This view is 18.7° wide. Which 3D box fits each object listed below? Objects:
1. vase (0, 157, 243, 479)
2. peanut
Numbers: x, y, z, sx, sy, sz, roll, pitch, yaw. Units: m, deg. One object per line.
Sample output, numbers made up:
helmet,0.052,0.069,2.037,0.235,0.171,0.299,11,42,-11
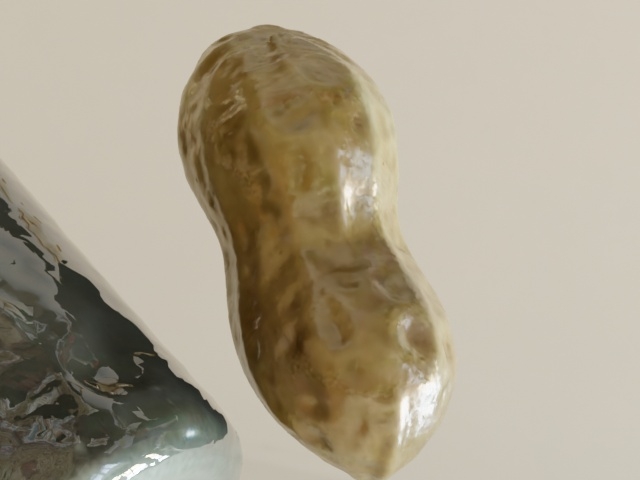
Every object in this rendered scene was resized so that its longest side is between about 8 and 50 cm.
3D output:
vase,-0.179,0.032,0.710,0.291,0.245,0.245,42,-127,20
peanut,0.000,-0.001,0.709,0.089,0.089,0.193,-10,-117,-19
